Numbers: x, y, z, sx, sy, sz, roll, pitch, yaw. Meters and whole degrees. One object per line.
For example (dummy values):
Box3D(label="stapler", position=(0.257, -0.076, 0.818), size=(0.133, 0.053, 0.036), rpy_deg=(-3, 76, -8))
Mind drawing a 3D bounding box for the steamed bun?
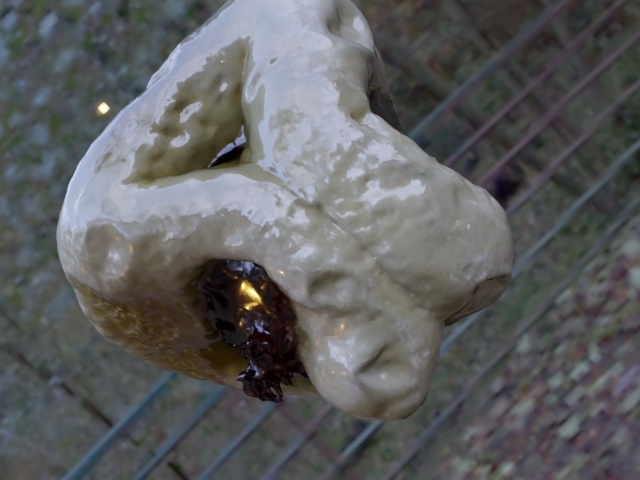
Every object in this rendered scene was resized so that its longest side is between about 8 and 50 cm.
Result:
Box3D(label="steamed bun", position=(0.000, 0.000, 0.608), size=(0.172, 0.155, 0.141), rpy_deg=(-48, -30, -13))
